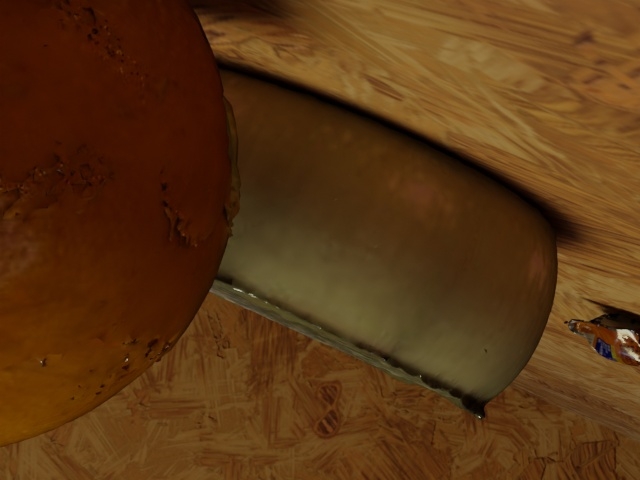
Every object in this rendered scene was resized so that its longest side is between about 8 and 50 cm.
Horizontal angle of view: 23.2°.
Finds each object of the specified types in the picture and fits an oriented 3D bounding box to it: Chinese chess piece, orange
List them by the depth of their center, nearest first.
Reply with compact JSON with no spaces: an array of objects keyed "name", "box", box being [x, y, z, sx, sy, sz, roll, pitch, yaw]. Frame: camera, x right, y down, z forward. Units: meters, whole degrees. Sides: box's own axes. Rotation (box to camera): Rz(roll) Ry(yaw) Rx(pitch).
[{"name":"orange","box":[-0.149,-0.034,0.612,0.240,0.240,0.240,23,175,2]},{"name":"Chinese chess piece","box":[0.000,0.000,0.878,0.270,0.112,0.270,24,175,2]}]

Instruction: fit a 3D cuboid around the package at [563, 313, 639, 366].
[{"name":"package","box":[0.226,0.074,1.087,0.110,0.033,0.077,13,160,40]}]
